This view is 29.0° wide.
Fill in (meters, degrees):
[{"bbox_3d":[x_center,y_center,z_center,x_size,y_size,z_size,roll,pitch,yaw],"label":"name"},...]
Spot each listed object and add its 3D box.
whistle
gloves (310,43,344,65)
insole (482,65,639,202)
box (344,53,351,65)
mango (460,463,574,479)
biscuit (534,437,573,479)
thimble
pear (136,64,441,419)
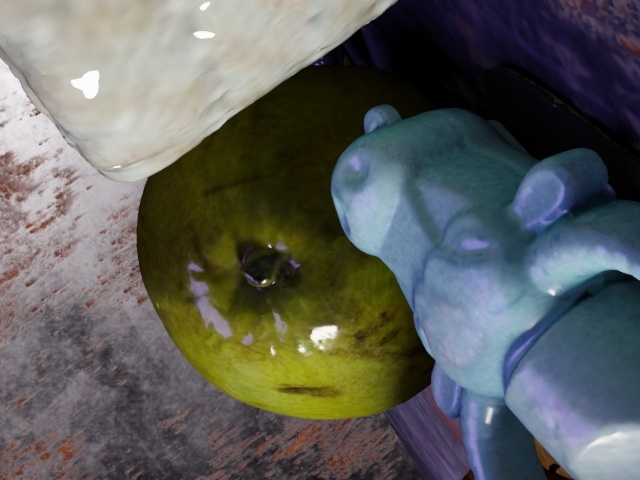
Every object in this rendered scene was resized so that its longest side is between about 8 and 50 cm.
[{"bbox_3d":[0.100,0.033,0.538,0.274,0.093,0.186,51,145,29],"label":"whistle"},{"bbox_3d":[-0.079,-0.187,0.778,0.285,0.119,0.142,49,-163,-29],"label":"gloves"},{"bbox_3d":[0.159,0.021,0.477,0.348,0.009,0.119,50,170,50],"label":"insole"},{"bbox_3d":[-0.025,-0.035,0.992,0.097,0.168,0.265,54,176,7],"label":"box"},{"bbox_3d":[0.149,0.199,0.586,0.257,0.187,0.138,-135,55,-81],"label":"mango"},{"bbox_3d":[0.163,0.121,0.889,0.305,0.038,0.305,54,175,7],"label":"biscuit"},{"bbox_3d":[-0.088,-0.185,0.485,0.291,0.195,0.291,55,174,8],"label":"thimble"},{"bbox_3d":[0.000,0.000,0.719,0.212,0.212,0.269,57,-161,1],"label":"pear"}]
